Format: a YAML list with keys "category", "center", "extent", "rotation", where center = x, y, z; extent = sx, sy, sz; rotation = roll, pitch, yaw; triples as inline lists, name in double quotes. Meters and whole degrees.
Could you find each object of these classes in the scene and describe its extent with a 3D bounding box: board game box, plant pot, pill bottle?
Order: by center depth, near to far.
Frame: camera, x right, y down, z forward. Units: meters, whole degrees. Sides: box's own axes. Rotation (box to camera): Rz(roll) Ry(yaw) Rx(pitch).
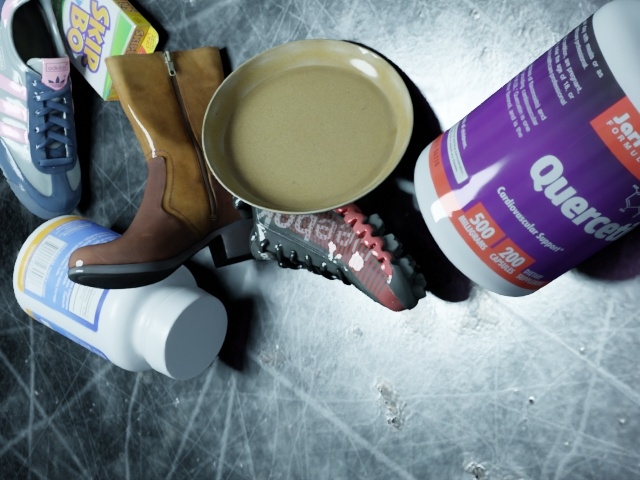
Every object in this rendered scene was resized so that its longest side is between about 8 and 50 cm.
- category: "pill bottle"
  center: [0.253, -0.096, 1.066]
  extent: [0.323, 0.181, 0.181]
  rotation: [-39, 70, 33]
- category: "plant pot"
  center: [-0.013, -0.123, 1.285]
  extent: [0.236, 0.032, 0.236]
  rotation: [-5, 59, 8]
- category: "pill bottle"
  center: [-0.253, 0.076, 1.479]
  extent: [0.272, 0.152, 0.152]
  rotation: [23, 106, 33]
- category: "board game box"
  center: [-0.320, -0.304, 1.574]
  extent: [0.259, 0.039, 0.124]
  rotation: [45, 125, 23]

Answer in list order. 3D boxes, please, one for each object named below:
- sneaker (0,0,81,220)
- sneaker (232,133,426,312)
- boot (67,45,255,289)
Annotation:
- category: "sneaker"
  center: [-0.381, -0.187, 1.561]
  extent: [0.131, 0.112, 0.319]
  rotation: [-14, 94, 48]
- category: "sneaker"
  center: [0.000, 0.000, 1.296]
  extent: [0.135, 0.097, 0.276]
  rotation: [-44, 63, -1]
- category: "boot"
  center: [-0.203, -0.095, 1.370]
  extent: [0.096, 0.264, 0.280]
  rotation: [-35, 71, 66]
